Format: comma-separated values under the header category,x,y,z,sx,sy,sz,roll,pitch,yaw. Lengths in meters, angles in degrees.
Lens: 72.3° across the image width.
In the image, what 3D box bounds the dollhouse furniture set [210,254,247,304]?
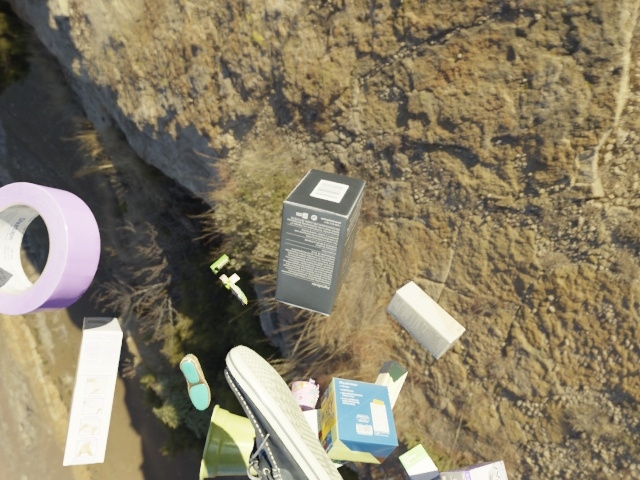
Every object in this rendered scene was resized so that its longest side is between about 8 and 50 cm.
category,x,y,z,sx,sy,sz,roll,pitch,yaw
dollhouse furniture set,-0.257,0.117,1.306,0.151,0.058,0.076,42,160,22

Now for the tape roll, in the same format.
category,x,y,z,sx,sy,sz,roll,pitch,yaw
tape roll,-0.618,0.019,0.943,0.274,0.090,0.275,-1,86,16

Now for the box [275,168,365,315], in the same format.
category,x,y,z,sx,sy,sz,roll,pitch,yaw
box,0.000,0.000,1.520,0.211,0.294,0.396,14,122,10

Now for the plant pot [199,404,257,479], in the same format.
category,x,y,z,sx,sy,sz,roll,pitch,yaw
plant pot,-0.321,0.819,1.749,0.276,0.253,0.276,-170,90,-85

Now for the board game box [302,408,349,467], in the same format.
category,x,y,z,sx,sy,sz,roll,pitch,yaw
board game box,-0.018,0.667,1.453,0.053,0.305,0.193,-31,62,21

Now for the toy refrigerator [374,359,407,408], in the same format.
category,x,y,z,sx,sy,sz,roll,pitch,yaw
toy refrigerator,0.333,0.744,2.200,0.102,0.270,0.094,41,146,-8

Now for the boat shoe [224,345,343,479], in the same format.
category,x,y,z,sx,sy,sz,roll,pitch,yaw
boat shoe,-0.082,0.457,0.933,0.501,0.155,0.187,62,178,-9

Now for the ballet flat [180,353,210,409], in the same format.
category,x,y,z,sx,sy,sz,roll,pitch,yaw
ballet flat,-0.419,0.475,1.490,0.067,0.072,0.207,-108,8,-71

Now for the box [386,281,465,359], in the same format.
category,x,y,z,sx,sy,sz,roll,pitch,yaw
box,0.452,0.344,1.914,0.311,0.121,0.148,45,139,24

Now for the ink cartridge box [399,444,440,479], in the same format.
category,x,y,z,sx,sy,sz,roll,pitch,yaw
ink cartridge box,0.449,1.011,1.776,0.273,0.114,0.199,53,167,51

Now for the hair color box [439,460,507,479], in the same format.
category,x,y,z,sx,sy,sz,roll,pitch,yaw
hair color box,0.505,0.812,1.380,0.110,0.338,0.185,-24,60,32

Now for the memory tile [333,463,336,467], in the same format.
category,x,y,z,sx,sy,sz,roll,pitch,yaw
memory tile,0.009,0.698,1.209,0.148,0.113,0.012,-118,10,-55

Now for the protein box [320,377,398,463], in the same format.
category,x,y,z,sx,sy,sz,roll,pitch,yaw
protein box,0.117,0.577,1.405,0.201,0.199,0.136,-94,22,-49

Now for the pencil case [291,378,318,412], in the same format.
category,x,y,z,sx,sy,sz,roll,pitch,yaw
pencil case,-0.078,0.719,1.784,0.124,0.124,0.284,-44,29,48

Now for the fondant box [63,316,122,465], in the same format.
category,x,y,z,sx,sy,sz,roll,pitch,yaw
fondant box,-0.618,0.391,1.192,0.238,0.096,0.331,-1,82,62
